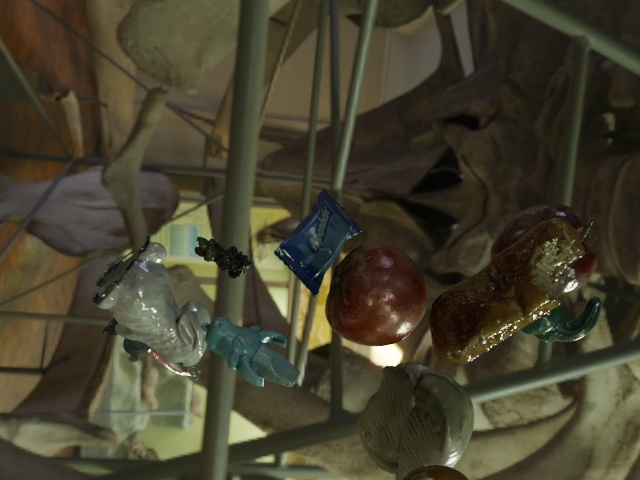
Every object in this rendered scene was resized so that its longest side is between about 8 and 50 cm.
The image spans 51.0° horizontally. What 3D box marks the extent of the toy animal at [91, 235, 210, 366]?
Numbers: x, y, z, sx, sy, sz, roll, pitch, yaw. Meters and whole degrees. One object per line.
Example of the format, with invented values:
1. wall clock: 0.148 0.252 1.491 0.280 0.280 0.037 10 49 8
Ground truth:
1. toy animal: -0.427 0.193 1.804 0.258 0.357 0.194 -38 -157 13

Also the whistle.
1. whistle: -0.178 0.279 1.669 0.093 0.274 0.186 -62 178 31

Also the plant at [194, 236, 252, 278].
1. plant: -0.277 0.044 1.872 0.085 0.174 0.087 -61 -158 0

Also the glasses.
1. glasses: -0.533 0.349 2.089 0.234 0.118 0.268 24 -25 43

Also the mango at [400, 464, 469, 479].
1. mango: 0.227 0.508 1.307 0.221 0.151 0.120 58 4 -44

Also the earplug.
1. earplug: 0.759 0.233 2.216 0.257 0.280 0.164 -15 -132 43

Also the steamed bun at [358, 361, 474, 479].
1. steamed bun: 0.287 0.506 1.842 0.310 0.219 0.324 39 -61 47

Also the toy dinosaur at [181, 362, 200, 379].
1. toy dinosaur: -0.404 0.353 1.973 0.187 0.044 0.106 41 -2 41

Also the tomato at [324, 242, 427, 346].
1. tomato: 0.145 0.140 1.687 0.265 0.265 0.265 -176 -90 -83

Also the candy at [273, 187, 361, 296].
1. candy: 0.000 0.000 1.917 0.077 0.187 0.331 -26 -159 40

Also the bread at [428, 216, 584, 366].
1. bread: 0.382 0.113 1.397 0.380 0.109 0.185 -43 -156 32

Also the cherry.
1. cherry: 0.549 0.030 1.675 0.300 0.203 0.230 -24 -97 40
